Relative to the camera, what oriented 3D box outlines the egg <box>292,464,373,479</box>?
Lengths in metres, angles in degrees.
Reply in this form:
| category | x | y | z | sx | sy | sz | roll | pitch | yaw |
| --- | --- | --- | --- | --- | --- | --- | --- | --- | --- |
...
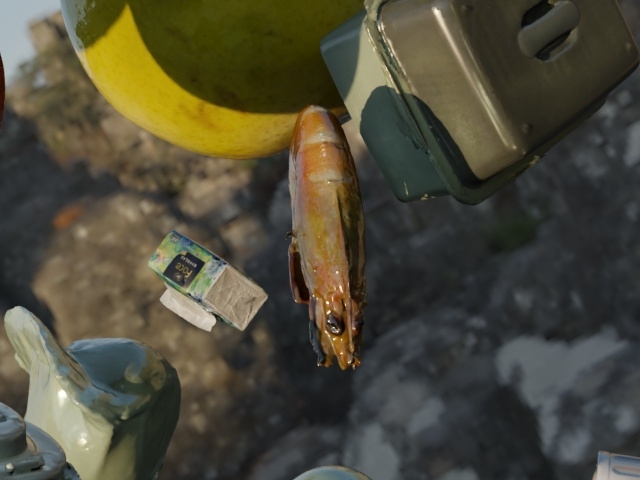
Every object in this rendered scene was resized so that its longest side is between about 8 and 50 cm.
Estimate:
| category | x | y | z | sx | sy | sz | roll | pitch | yaw |
| --- | --- | --- | --- | --- | --- | --- | --- | --- | --- |
| egg | 0.011 | 0.309 | 1.790 | 0.149 | 0.149 | 0.192 | -26 | 34 | 28 |

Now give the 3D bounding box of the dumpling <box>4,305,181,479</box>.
| category | x | y | z | sx | sy | sz | roll | pitch | yaw |
| --- | --- | --- | --- | --- | --- | --- | --- | --- | --- |
| dumpling | -0.272 | 0.210 | 2.240 | 0.212 | 0.270 | 0.320 | -1 | -44 | -23 |

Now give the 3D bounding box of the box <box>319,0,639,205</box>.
| category | x | y | z | sx | sy | sz | roll | pitch | yaw |
| --- | --- | --- | --- | --- | --- | --- | --- | --- | --- |
| box | 0.155 | -0.175 | 1.708 | 0.166 | 0.220 | 0.290 | -19 | 13 | 46 |

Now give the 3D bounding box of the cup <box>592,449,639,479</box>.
| category | x | y | z | sx | sy | sz | roll | pitch | yaw |
| --- | --- | --- | --- | --- | --- | --- | --- | --- | --- |
| cup | 0.424 | 0.341 | 2.174 | 0.202 | 0.166 | 0.221 | 5 | 2 | 9 |

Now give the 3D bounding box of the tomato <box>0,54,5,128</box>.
| category | x | y | z | sx | sy | sz | roll | pitch | yaw |
| --- | --- | --- | --- | --- | --- | --- | --- | --- | --- |
| tomato | -0.351 | -0.106 | 1.283 | 0.256 | 0.224 | 0.256 | 4 | 5 | 0 |

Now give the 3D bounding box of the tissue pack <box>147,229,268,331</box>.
| category | x | y | z | sx | sy | sz | roll | pitch | yaw |
| --- | --- | --- | --- | --- | --- | --- | --- | --- | --- |
| tissue pack | -0.132 | 0.053 | 2.011 | 0.111 | 0.085 | 0.079 | 30 | 82 | 45 |

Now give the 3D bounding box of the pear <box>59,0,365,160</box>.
| category | x | y | z | sx | sy | sz | roll | pitch | yaw |
| --- | --- | --- | --- | --- | --- | --- | --- | --- | --- |
| pear | -0.091 | -0.264 | 1.883 | 0.362 | 0.362 | 0.418 | -29 | -35 | -3 |

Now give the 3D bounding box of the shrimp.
| category | x | y | z | sx | sy | sz | roll | pitch | yaw |
| --- | --- | --- | --- | --- | --- | --- | --- | --- | --- |
| shrimp | 0.000 | 0.000 | 1.511 | 0.068 | 0.248 | 0.150 | -1 | -38 | -7 |

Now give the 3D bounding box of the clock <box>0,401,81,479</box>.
| category | x | y | z | sx | sy | sz | roll | pitch | yaw |
| --- | --- | --- | --- | --- | --- | --- | --- | --- | --- |
| clock | -0.288 | 0.145 | 1.349 | 0.236 | 0.053 | 0.236 | 15 | 12 | -3 |
